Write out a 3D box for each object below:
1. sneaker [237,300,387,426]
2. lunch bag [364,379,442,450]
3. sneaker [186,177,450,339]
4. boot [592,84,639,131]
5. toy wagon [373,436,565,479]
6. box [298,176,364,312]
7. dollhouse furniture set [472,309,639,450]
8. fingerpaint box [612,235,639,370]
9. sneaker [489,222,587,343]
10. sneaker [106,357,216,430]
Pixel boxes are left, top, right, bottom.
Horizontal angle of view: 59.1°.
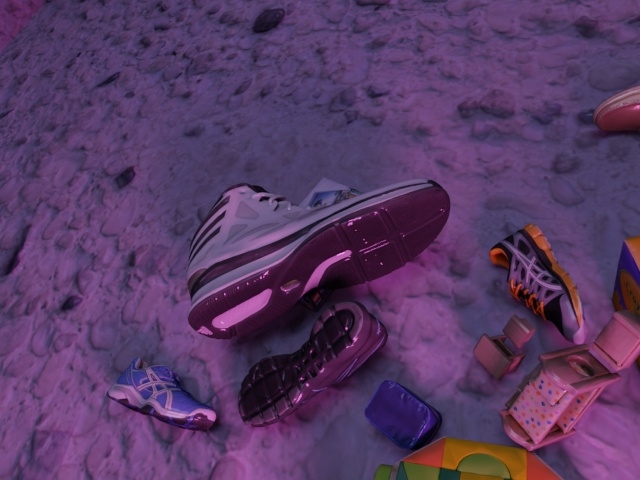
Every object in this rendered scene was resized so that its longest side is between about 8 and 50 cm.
[{"bbox_3d":[-0.010,0.200,0.848,0.267,0.106,0.101,-39,51,17],"label":"sneaker"},{"bbox_3d":[0.113,0.241,0.781,0.098,0.065,0.067,34,87,37],"label":"lunch bag"},{"bbox_3d":[-0.032,-0.042,0.931,0.447,0.169,0.258,-24,50,5],"label":"sneaker"},{"bbox_3d":[0.571,-0.176,0.917,0.213,0.077,0.165,-6,54,15],"label":"boot"},{"bbox_3d":[0.166,0.358,0.587,0.267,0.068,0.344,2,29,19],"label":"toy wagon"},{"bbox_3d":[0.000,0.000,1.029,0.159,0.044,0.233,26,67,35],"label":"box"},{"bbox_3d":[0.274,0.133,0.706,0.101,0.182,0.161,-3,37,-33],"label":"dollhouse furniture set"},{"bbox_3d":[0.571,0.178,0.577,0.370,0.163,0.445,-12,50,12],"label":"fingerpaint box"},{"bbox_3d":[0.319,0.068,0.827,0.083,0.084,0.215,-21,39,8],"label":"sneaker"},{"bbox_3d":[-0.254,0.247,0.914,0.211,0.080,0.081,11,61,27],"label":"sneaker"}]
